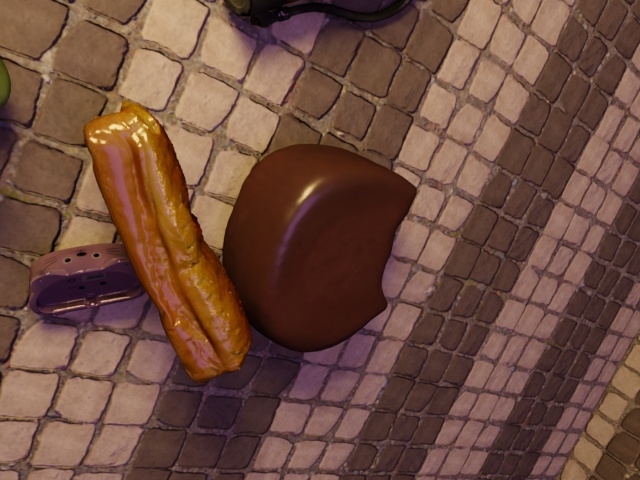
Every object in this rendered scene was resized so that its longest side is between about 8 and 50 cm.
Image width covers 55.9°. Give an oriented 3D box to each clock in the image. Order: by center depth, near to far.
[{"bbox_3d":[-0.319,0.046,0.822,0.153,0.050,0.110,-10,149,-20],"label":"clock"}]

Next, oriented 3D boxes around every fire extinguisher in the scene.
[{"bbox_3d":[0.035,-0.404,0.866,0.376,0.113,0.200,-26,166,-19],"label":"fire extinguisher"}]

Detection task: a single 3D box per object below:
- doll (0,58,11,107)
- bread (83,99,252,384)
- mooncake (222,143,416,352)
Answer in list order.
[{"bbox_3d":[-0.472,-0.198,0.564,0.186,0.198,0.322,-13,139,16],"label":"doll"},{"bbox_3d":[-0.199,0.001,0.811,0.109,0.185,0.380,-22,111,-8],"label":"bread"},{"bbox_3d":[0.000,0.000,0.967,0.334,0.174,0.325,-35,129,-19],"label":"mooncake"}]
